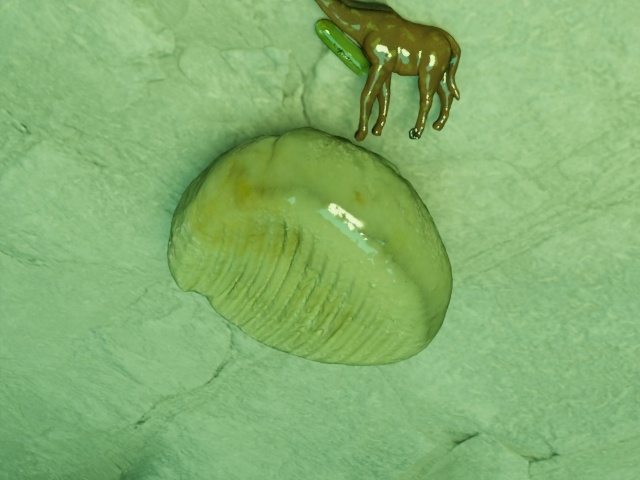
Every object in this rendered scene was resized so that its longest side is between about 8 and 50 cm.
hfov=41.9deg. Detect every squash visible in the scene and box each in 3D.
[{"bbox_3d":[0.026,-0.231,0.994,0.083,0.027,0.027,39,126,-18],"label":"squash"}]

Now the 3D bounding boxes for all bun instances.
[{"bbox_3d":[0.000,0.000,1.059,0.365,0.219,0.365,15,143,11],"label":"bun"}]

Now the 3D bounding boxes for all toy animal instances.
[{"bbox_3d":[0.049,-0.230,0.957,0.224,0.066,0.230,-3,108,1],"label":"toy animal"}]
